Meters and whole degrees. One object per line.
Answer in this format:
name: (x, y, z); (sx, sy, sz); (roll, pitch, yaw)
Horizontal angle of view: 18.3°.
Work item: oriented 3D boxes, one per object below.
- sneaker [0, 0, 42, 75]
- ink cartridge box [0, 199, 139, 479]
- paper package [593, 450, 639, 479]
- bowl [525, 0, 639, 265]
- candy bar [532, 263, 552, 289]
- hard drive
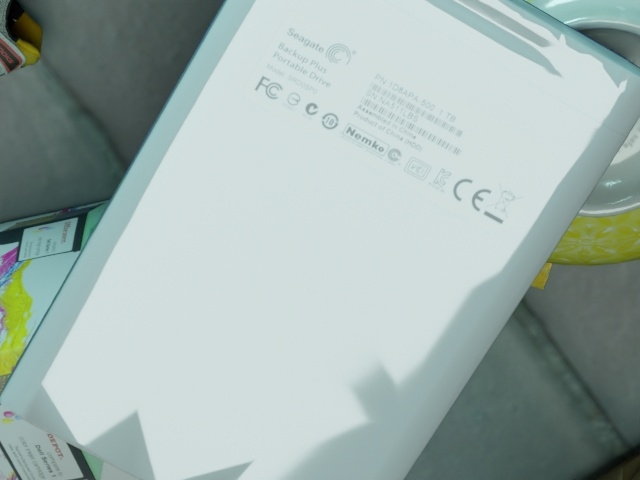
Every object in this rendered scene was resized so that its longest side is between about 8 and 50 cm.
sneaker: (-0.198, -0.195, 1.137); (0.093, 0.088, 0.225); (0, 126, -5)
ink cartridge box: (-0.172, 0.071, 1.202); (0.278, 0.201, 0.117); (-12, 113, 10)
paper package: (0.255, 0.340, 1.259); (0.168, 0.309, 0.325); (-33, 111, 24)
bowl: (0.152, -0.097, 1.111); (0.290, 0.156, 0.289); (1, 115, 3)
candy bar: (0.069, -0.003, 1.252); (0.162, 0.018, 0.040); (12, 118, -3)
hard drive: (0.000, 0.000, 1.035); (0.210, 0.040, 0.318); (29, 106, -10)
